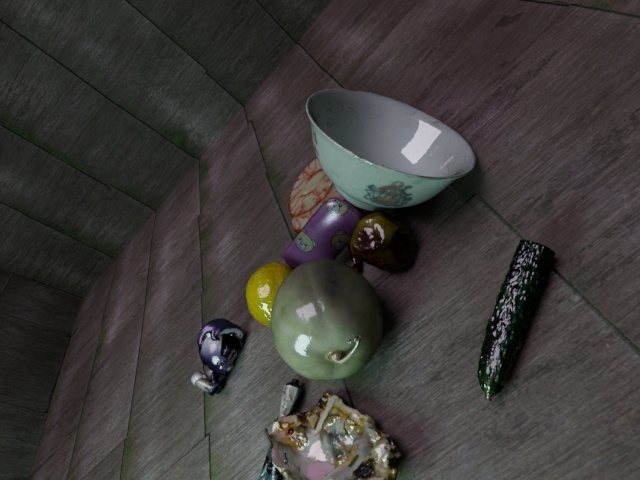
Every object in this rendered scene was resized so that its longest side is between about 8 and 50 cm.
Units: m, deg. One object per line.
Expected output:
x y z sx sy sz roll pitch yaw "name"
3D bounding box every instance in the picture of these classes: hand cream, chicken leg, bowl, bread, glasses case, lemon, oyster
-0.090 0.466 0.988 0.075 0.051 0.248 144 142 -64 "hand cream"
0.119 -0.010 1.126 0.093 0.053 0.205 22 83 40 "chicken leg"
0.147 -0.201 1.029 0.435 0.433 0.196 -104 26 -48 "bowl"
0.031 -0.143 1.281 0.295 0.114 0.328 -38 37 24 "bread"
0.000 0.000 1.128 0.316 0.123 0.076 -49 10 45 "glasses case"
-0.127 0.156 1.172 0.181 0.180 0.193 -48 3 10 "lemon"
0.022 0.440 0.830 0.201 0.107 0.354 -38 18 -25 "oyster"

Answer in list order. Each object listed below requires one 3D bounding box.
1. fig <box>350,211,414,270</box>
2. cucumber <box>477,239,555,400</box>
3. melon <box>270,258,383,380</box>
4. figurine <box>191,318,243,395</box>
0.150 -0.004 1.002 0.153 0.144 0.166 -11 27 9 "fig"
0.337 0.138 0.720 0.067 0.067 0.294 12 73 54 "cucumber"
0.013 0.173 0.921 0.271 0.272 0.308 -31 24 31 "melon"
-0.334 0.361 1.285 0.145 0.145 0.223 -1 63 50 "figurine"
